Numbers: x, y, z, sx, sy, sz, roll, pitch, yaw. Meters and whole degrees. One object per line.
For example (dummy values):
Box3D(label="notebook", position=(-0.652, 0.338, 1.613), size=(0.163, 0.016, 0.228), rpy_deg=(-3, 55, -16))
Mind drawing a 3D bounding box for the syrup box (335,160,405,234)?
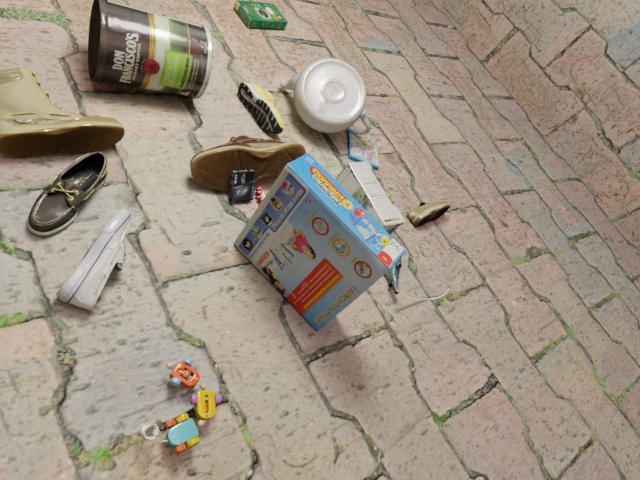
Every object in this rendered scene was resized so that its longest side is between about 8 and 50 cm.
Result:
Box3D(label="syrup box", position=(0.148, -0.122, 1.422), size=(0.096, 0.093, 0.236), rpy_deg=(-12, 65, -39))

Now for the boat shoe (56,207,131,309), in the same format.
Box3D(label="boat shoe", position=(-0.435, 0.038, 0.937), size=(0.076, 0.083, 0.226), rpy_deg=(36, 56, -22))

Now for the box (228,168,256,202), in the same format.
Box3D(label="box", position=(-0.205, -0.144, 1.214), size=(0.067, 0.083, 0.018), rpy_deg=(-10, 32, -39))

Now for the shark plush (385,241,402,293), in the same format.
Box3D(label="shark plush", position=(0.208, 0.079, 1.329), size=(0.073, 0.067, 0.161), rpy_deg=(30, 46, -12))

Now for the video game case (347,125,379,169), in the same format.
Box3D(label="video game case", position=(0.150, -0.331, 1.635), size=(0.119, 0.015, 0.166), rpy_deg=(18, 50, -22))

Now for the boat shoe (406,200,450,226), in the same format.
Box3D(label="boat shoe", position=(0.369, -0.108, 1.583), size=(0.190, 0.068, 0.072), rpy_deg=(-19, 58, -41))

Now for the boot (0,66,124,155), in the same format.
Box3D(label="boot", position=(-0.608, -0.297, 1.055), size=(0.262, 0.095, 0.203), rpy_deg=(-16, 67, -36))

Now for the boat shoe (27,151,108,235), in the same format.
Box3D(label="boat shoe", position=(-0.531, -0.107, 0.976), size=(0.081, 0.068, 0.227), rpy_deg=(30, 46, -11))

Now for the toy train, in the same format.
Box3D(label="toy train", position=(-0.260, 0.311, 0.863), size=(0.125, 0.046, 0.166), rpy_deg=(30, 43, -9))

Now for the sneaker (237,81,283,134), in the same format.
Box3D(label="sneaker", position=(-0.167, -0.419, 1.446), size=(0.094, 0.081, 0.208), rpy_deg=(-21, 70, -44))

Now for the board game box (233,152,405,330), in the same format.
Box3D(label="board game box", position=(-0.017, 0.015, 1.059), size=(0.302, 0.308, 0.086), rpy_deg=(46, 43, 4))

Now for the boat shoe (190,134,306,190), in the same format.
Box3D(label="boat shoe", position=(-0.207, -0.225, 1.268), size=(0.342, 0.123, 0.123), rpy_deg=(-19, 39, -34))

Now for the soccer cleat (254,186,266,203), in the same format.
Box3D(label="soccer cleat", position=(-0.154, -0.109, 1.260), size=(0.036, 0.029, 0.083), rpy_deg=(-3, 62, -45))

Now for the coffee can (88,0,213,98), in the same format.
Box3D(label="coffee can", position=(-0.454, -0.504, 1.232), size=(0.276, 0.201, 0.201), rpy_deg=(0, 58, -34))

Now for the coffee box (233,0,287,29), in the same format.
Box3D(label="coffee box", position=(-0.227, -0.857, 1.761), size=(0.184, 0.040, 0.113), rpy_deg=(-22, 71, -42))

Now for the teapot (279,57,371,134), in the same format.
Box3D(label="teapot", position=(0.025, -0.462, 1.542), size=(0.253, 0.187, 0.255), rpy_deg=(-16, 89, -14))
